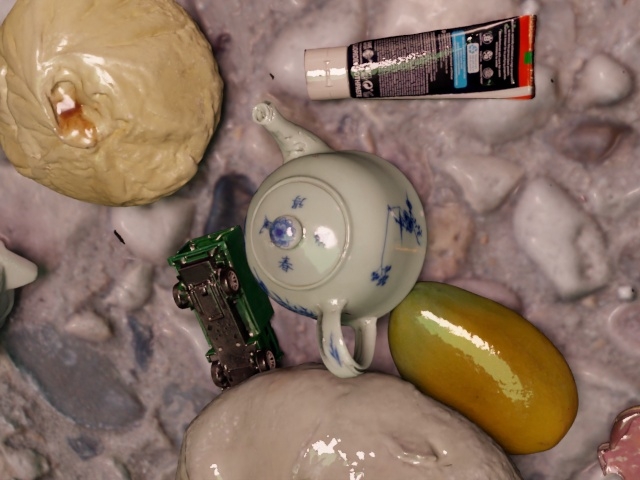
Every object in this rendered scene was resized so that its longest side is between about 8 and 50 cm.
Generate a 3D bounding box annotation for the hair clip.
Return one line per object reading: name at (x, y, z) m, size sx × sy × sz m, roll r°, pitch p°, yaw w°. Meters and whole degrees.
hair clip at (0.347, 0.223, 0.727) m, size 0.146 × 0.056 × 0.187 m, roll -24°, pitch 93°, yaw 21°

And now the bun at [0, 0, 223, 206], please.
bun at (-0.199, -0.123, 0.689) m, size 0.220 × 0.134 × 0.220 m, roll 3°, pitch 110°, yaw 8°

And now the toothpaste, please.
toothpaste at (0.085, -0.145, 0.664) m, size 0.193 × 0.045 × 0.071 m, roll -4°, pitch 116°, yaw 9°

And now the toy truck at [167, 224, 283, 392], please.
toy truck at (-0.089, 0.070, 0.760) m, size 0.065 × 0.079 × 0.147 m, roll -17°, pitch 103°, yaw 18°

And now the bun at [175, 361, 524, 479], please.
bun at (0.017, 0.276, 0.697) m, size 0.354 × 0.194 × 0.354 m, roll 10°, pitch 124°, yaw 15°

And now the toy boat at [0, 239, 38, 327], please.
toy boat at (-0.420, 0.094, 0.792) m, size 0.290 × 0.100 × 0.199 m, roll -33°, pitch 141°, yaw 22°

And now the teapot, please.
teapot at (0.000, 0.000, 0.658) m, size 0.159 × 0.159 × 0.232 m, roll -19°, pitch 81°, yaw 19°

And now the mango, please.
mango at (0.142, 0.113, 0.709) m, size 0.195 × 0.092 × 0.130 m, roll 46°, pitch 123°, yaw -7°
